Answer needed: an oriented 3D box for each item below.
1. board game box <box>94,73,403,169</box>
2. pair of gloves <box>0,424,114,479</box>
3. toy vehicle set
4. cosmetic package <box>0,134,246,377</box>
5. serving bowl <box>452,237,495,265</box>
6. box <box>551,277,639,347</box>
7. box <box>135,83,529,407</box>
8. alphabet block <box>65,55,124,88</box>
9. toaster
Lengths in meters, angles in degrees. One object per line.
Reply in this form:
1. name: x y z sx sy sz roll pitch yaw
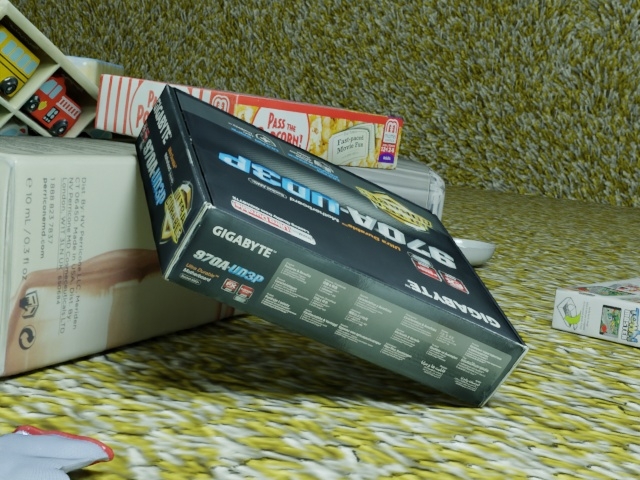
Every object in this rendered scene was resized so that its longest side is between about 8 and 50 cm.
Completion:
1. board game box: -0.052 -0.090 0.829 0.147 0.045 0.193 15 10 38
2. pair of gloves: -0.184 0.089 0.406 0.198 0.023 0.159 8 5 13
3. toy vehicle set: -0.241 -0.071 0.801 0.035 0.166 0.267 42 -3 17
4. cosmetic package: -0.169 -0.004 0.738 0.153 0.129 0.296 9 8 26
5. serving bowl: 0.165 0.015 1.273 0.083 0.027 0.083 6 7 -1
6. box: 0.307 0.063 0.951 0.114 0.036 0.207 11 9 41
7. box: 0.000 0.000 0.650 0.220 0.051 0.175 25 20 -25
8. alphabet block: -0.316 -0.097 1.120 0.192 0.197 0.193 6 7 0
9. toaster: 0.055 -0.042 1.246 0.146 0.129 0.227 7 5 -7
